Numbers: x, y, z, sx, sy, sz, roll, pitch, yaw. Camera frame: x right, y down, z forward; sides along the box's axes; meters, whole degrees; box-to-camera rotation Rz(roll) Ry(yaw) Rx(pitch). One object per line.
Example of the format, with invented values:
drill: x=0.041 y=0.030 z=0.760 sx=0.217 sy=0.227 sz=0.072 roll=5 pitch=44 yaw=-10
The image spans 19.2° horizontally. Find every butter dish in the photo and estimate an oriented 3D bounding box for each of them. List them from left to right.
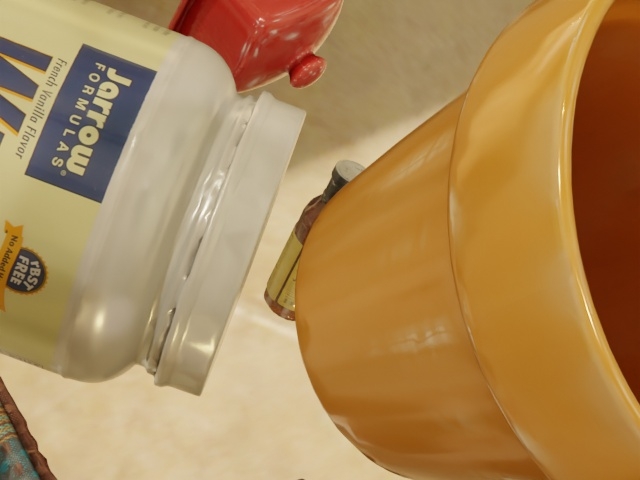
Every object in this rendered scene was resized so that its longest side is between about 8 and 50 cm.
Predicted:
butter dish: x=-0.041 y=-0.179 z=1.591 sx=0.160 sy=0.160 sz=0.118 roll=-31 pitch=77 yaw=-34

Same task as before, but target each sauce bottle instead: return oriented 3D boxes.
sauce bottle: x=0.000 y=0.000 z=1.320 sx=0.042 sy=0.042 sz=0.128 roll=36 pitch=127 yaw=9

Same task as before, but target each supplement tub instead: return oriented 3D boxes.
supplement tub: x=-0.194 y=-0.047 z=1.219 sx=0.325 sy=0.235 sz=0.235 roll=20 pitch=92 yaw=-1

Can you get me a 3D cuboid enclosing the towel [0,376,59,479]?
towel: x=-0.286 y=0.211 z=1.067 sx=0.370 sy=0.040 sz=0.271 roll=-48 pitch=54 yaw=17

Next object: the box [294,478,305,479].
box: x=-0.057 y=0.284 z=1.535 sx=0.156 sy=0.158 sz=0.093 roll=-15 pitch=113 yaw=-12

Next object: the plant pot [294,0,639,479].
plant pot: x=0.096 y=0.014 z=0.680 sx=0.188 sy=0.205 sz=0.205 roll=-18 pitch=84 yaw=51
